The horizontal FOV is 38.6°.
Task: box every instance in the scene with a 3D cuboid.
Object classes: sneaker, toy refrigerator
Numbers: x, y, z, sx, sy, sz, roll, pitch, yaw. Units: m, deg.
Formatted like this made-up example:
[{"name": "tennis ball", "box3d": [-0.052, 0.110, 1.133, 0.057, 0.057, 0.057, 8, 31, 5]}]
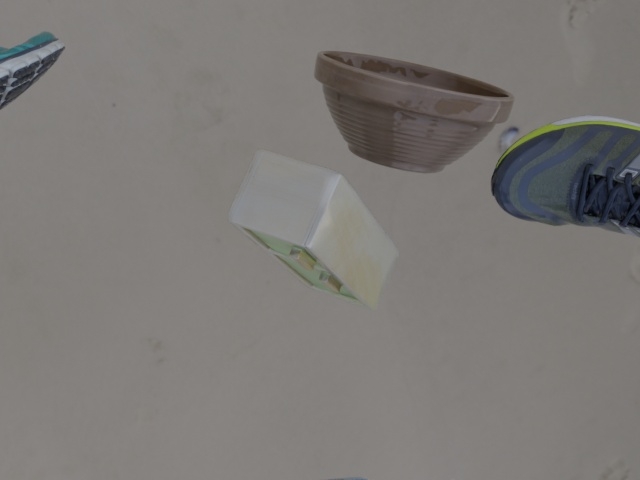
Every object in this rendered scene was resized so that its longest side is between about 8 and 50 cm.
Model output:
[{"name": "sneaker", "box3d": [-0.394, -0.192, 0.982, 0.107, 0.275, 0.110, -32, 89, 42]}, {"name": "sneaker", "box3d": [0.305, -0.043, 0.825, 0.300, 0.121, 0.111, 3, 115, 12]}, {"name": "toy refrigerator", "box3d": [0.000, 0.000, 1.037, 0.094, 0.102, 0.269, -67, 157, -11]}]

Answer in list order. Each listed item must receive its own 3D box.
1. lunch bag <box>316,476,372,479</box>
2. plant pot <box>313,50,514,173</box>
[{"name": "lunch bag", "box3d": [0.023, 0.437, 1.243, 0.176, 0.090, 0.219, -7, 77, 0]}, {"name": "plant pot", "box3d": [0.102, -0.148, 1.089, 0.237, 0.237, 0.109, 5, 108, -24]}]
